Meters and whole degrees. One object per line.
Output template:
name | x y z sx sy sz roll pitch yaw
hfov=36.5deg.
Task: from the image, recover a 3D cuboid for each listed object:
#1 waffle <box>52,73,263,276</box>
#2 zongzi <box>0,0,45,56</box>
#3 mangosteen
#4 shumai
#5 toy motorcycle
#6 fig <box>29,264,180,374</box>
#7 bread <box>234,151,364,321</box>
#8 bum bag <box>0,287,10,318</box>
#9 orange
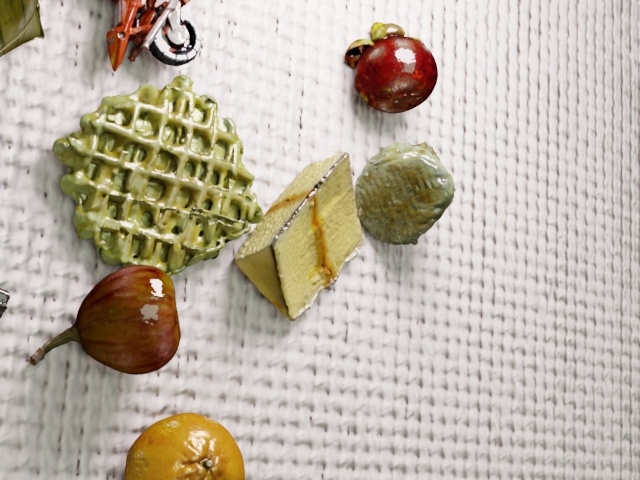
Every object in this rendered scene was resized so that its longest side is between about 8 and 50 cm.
waffle | -0.238 -0.094 1.476 0.317 0.073 0.297 -33 102 -34
zongzi | -0.457 -0.304 1.285 0.094 0.204 0.205 46 59 1
mangosteen | 0.132 -0.320 1.724 0.156 0.146 0.181 5 79 -31
shumai | 0.154 -0.087 1.736 0.142 0.184 0.184 -25 97 -65
toy motorcycle | -0.277 -0.409 1.492 0.171 0.089 0.298 -9 88 -34
fig | -0.280 0.119 1.384 0.149 0.202 0.148 41 43 -44
bread | 0.000 0.000 1.585 0.178 0.135 0.240 49 57 -18
bum bag | -0.496 0.119 1.296 0.109 0.026 0.159 32 71 -26
orange | -0.193 0.337 1.390 0.178 0.155 0.177 -3 95 -29
